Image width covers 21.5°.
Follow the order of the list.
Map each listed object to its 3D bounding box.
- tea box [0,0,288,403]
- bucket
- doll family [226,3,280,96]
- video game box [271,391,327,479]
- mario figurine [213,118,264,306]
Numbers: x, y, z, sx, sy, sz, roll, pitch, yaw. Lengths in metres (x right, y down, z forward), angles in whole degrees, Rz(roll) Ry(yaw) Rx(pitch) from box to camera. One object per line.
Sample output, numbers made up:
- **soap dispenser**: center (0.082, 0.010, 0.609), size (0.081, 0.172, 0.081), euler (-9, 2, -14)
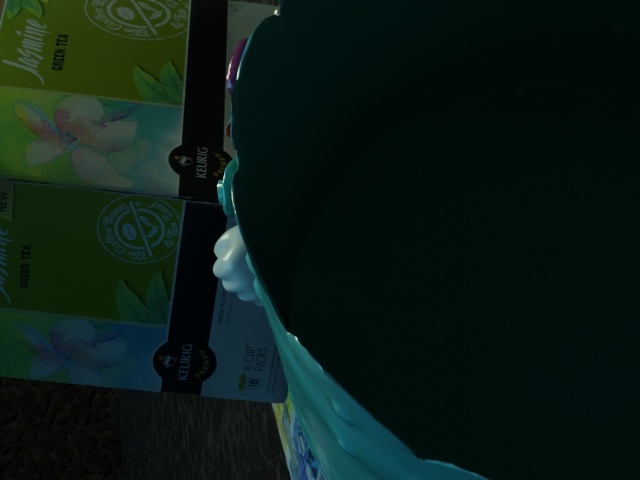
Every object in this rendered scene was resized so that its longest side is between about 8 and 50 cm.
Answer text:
- **tea box**: center (-0.176, -0.053, 1.506), size (0.329, 0.323, 0.220), euler (-94, 11, -53)
- **bucket**: center (0.105, 0.001, 0.614), size (0.183, 0.281, 0.281), euler (96, 165, -66)
- **doll family**: center (0.091, -0.073, 0.825), size (0.163, 0.263, 0.118), euler (-8, 52, 55)
- **video game box**: center (0.001, 0.162, 1.568), size (0.205, 0.048, 0.187), euler (-107, 22, -44)
- **mario figurine**: center (0.000, 0.000, 1.237), size (0.198, 0.170, 0.320), euler (85, 168, -59)
